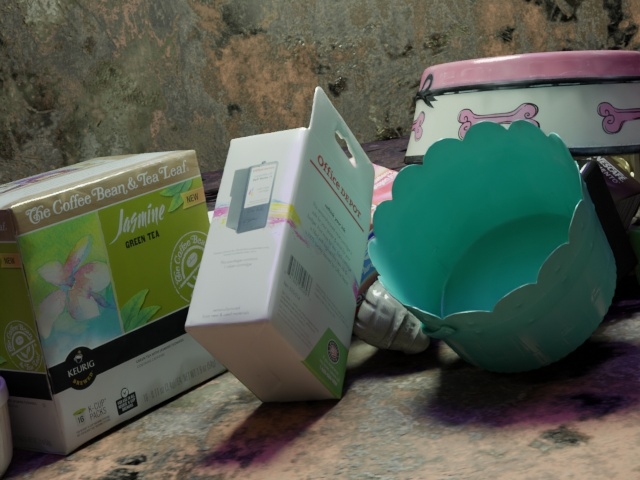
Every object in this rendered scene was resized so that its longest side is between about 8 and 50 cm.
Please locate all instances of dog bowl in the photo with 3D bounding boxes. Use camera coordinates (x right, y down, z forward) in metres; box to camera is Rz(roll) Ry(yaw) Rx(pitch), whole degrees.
[{"bbox_3d":[0.327,-0.197,1.805,0.408,0.150,0.408,-3,5,0],"label":"dog bowl"}]

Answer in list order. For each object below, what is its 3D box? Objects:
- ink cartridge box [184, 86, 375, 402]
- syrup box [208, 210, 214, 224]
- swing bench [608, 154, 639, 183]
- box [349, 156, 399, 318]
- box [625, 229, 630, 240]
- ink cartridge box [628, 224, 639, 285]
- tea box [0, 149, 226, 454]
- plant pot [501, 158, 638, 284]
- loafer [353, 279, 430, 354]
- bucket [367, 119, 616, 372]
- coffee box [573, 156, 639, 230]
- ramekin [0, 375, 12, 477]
[{"bbox_3d":[-0.039,0.003,1.517,0.119,0.207,0.353,-7,54,27],"label":"ink cartridge box"},{"bbox_3d":[-0.197,0.053,1.960,0.093,0.096,0.237,-11,33,-1],"label":"syrup box"},{"bbox_3d":[0.450,-0.180,2.177,0.255,0.253,0.165,-10,53,10],"label":"swing bench"},{"bbox_3d":[0.019,0.013,1.785,0.154,0.142,0.300,22,42,35],"label":"box"},{"bbox_3d":[0.448,0.020,1.847,0.225,0.036,0.136,-15,12,-24],"label":"box"},{"bbox_3d":[0.556,0.014,1.623,0.160,0.092,0.219,-16,13,-23],"label":"ink cartridge box"},{"bbox_3d":[-0.321,0.069,1.612,0.220,0.323,0.329,-1,16,39],"label":"tea box"},{"bbox_3d":[0.297,0.012,1.655,0.187,0.188,0.167,1,38,44],"label":"plant pot"},{"bbox_3d":[0.129,0.092,1.674,0.111,0.112,0.319,28,19,8],"label":"loafer"},{"bbox_3d":[0.214,0.014,1.447,0.281,0.183,0.281,-18,48,21],"label":"bucket"},{"bbox_3d":[0.397,-0.061,1.988,0.247,0.098,0.141,-19,50,-31],"label":"coffee box"},{"bbox_3d":[-0.470,0.245,1.436,0.207,0.109,0.207,-10,11,2],"label":"ramekin"}]
